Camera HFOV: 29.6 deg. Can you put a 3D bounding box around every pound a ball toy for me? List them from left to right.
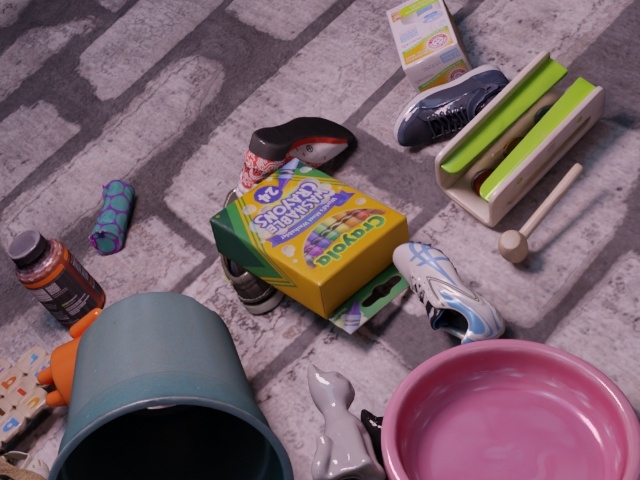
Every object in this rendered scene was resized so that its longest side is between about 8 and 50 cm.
[{"bbox_3d":[0.335,-0.119,1.940,0.208,0.136,0.319,39,77,23],"label":"pound a ball toy"}]

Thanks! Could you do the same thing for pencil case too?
[{"bbox_3d":[-0.416,-0.049,2.412,0.070,0.064,0.152,3,48,5],"label":"pencil case"}]

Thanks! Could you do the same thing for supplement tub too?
[{"bbox_3d":[-0.493,0.067,2.247,0.106,0.198,0.106,-19,42,18],"label":"supplement tub"}]

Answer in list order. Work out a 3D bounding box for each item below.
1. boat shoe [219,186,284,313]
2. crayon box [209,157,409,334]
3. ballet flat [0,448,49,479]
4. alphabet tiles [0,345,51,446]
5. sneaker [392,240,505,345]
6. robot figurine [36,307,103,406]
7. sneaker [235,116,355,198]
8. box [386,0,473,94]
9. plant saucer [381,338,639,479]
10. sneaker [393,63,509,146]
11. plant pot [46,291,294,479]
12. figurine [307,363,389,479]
[{"bbox_3d":[-0.129,-0.005,2.149,0.109,0.091,0.305,-26,41,11],"label":"boat shoe"},{"bbox_3d":[0.000,0.000,1.986,0.203,0.083,0.323,-38,48,-27],"label":"crayon box"},{"bbox_3d":[-0.498,0.391,2.029,0.206,0.073,0.067,11,60,39],"label":"ballet flat"},{"bbox_3d":[-0.592,0.307,2.185,0.284,0.021,0.278,-44,29,-19],"label":"alphabet tiles"},{"bbox_3d":[0.178,0.082,1.834,0.086,0.085,0.237,-26,47,-22],"label":"sneaker"},{"bbox_3d":[-0.375,0.212,2.076,0.219,0.128,0.158,-25,41,10],"label":"robot figurine"},{"bbox_3d":[-0.051,-0.137,2.200,0.090,0.145,0.270,34,28,25],"label":"sneaker"},{"bbox_3d":[0.207,-0.362,2.261,0.114,0.103,0.203,-24,41,13],"label":"box"},{"bbox_3d":[0.244,0.274,1.557,0.332,0.084,0.332,-2,42,2],"label":"plant saucer"},{"bbox_3d":[0.244,-0.209,2.097,0.226,0.086,0.163,-31,37,2],"label":"sneaker"},{"bbox_3d":[-0.235,0.267,1.795,0.341,0.341,0.334,-30,33,6],"label":"plant pot"},{"bbox_3d":[0.059,0.282,1.645,0.092,0.215,0.209,-34,36,16],"label":"figurine"}]
